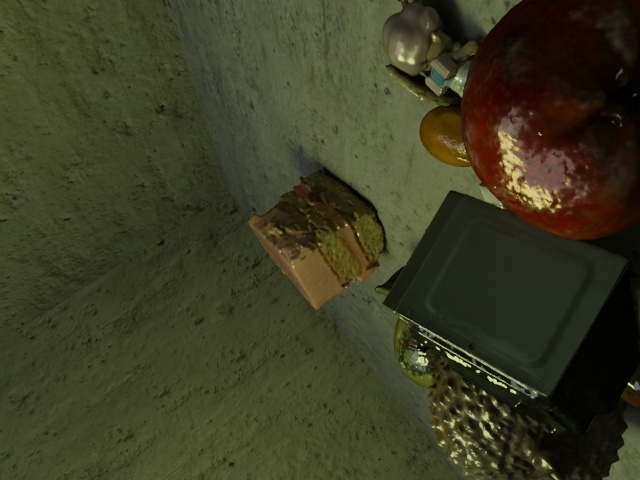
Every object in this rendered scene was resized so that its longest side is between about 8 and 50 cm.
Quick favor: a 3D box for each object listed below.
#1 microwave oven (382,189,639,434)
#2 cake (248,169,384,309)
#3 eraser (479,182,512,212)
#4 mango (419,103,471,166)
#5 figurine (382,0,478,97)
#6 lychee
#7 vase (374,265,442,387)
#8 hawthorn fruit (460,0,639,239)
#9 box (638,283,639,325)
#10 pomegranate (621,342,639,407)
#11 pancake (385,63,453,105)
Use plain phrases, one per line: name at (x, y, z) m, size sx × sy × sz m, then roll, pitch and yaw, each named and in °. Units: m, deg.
microwave oven at (0.292, 0.128, 0.871) m, size 0.286 × 0.219 × 0.355 m, roll 30°, pitch 174°, yaw 36°
cake at (0.000, 0.000, 1.875) m, size 0.314 × 0.306 × 0.293 m, roll 40°, pitch 161°, yaw 47°
eraser at (0.362, -0.026, 1.059) m, size 0.052 × 0.095 × 0.225 m, roll 28°, pitch 150°, yaw 61°
mango at (0.253, -0.186, 1.081) m, size 0.165 × 0.089 × 0.115 m, roll 35°, pitch 154°, yaw 34°
figurine at (0.179, -0.313, 0.985) m, size 0.229 × 0.112 × 0.137 m, roll 45°, pitch 169°, yaw 12°
lychee at (0.400, 0.319, 1.190) m, size 0.380 × 0.380 × 0.432 m, roll 59°, pitch -169°, yaw -15°
vase at (0.330, 0.218, 1.557) m, size 0.329 × 0.240 × 0.303 m, roll -10°, pitch 103°, yaw 44°
hawthorn fruit at (0.293, -0.151, 0.685) m, size 0.284 × 0.284 × 0.284 m, roll 50°, pitch 165°, yaw 19°
box at (0.481, 0.073, 0.630) m, size 0.226 × 0.226 × 0.149 m, roll 58°, pitch 165°, yaw -11°
pomegranate at (0.545, 0.216, 0.986) m, size 0.130 × 0.130 × 0.130 m, roll 50°, pitch 165°, yaw 19°
pancake at (0.179, -0.280, 1.068) m, size 0.139 × 0.139 × 0.022 m, roll 46°, pitch 123°, yaw 33°
